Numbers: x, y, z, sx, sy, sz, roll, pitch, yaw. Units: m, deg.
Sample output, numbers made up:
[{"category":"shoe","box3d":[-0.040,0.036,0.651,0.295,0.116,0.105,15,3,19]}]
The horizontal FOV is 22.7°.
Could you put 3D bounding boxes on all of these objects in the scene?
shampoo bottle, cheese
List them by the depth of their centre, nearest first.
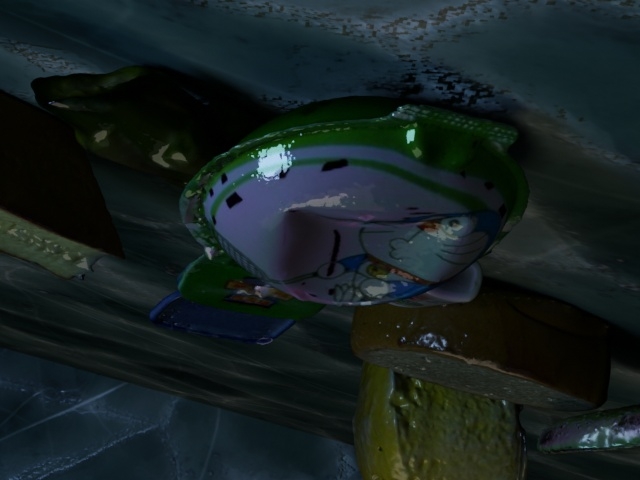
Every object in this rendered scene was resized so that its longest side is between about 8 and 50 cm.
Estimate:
[{"category":"cheese","box3d":[0.000,0.000,0.955,0.204,0.083,0.320,12,149,-26]},{"category":"shampoo bottle","box3d":[0.072,0.026,1.228,0.072,0.043,0.099,21,166,-19]}]

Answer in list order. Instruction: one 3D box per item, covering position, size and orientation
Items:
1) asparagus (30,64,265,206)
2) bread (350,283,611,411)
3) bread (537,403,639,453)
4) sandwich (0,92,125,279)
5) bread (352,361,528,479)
[{"category":"asparagus","box3d":[-0.061,-0.048,1.006,0.080,0.080,0.287,5,158,39]},{"category":"bread","box3d":[0.137,0.088,1.364,0.236,0.070,0.236,15,169,3]},{"category":"bread","box3d":[0.296,0.151,1.355,0.228,0.033,0.228,-8,174,-1]},{"category":"sandwich","box3d":[-0.253,-0.059,1.148,0.258,0.096,0.094,27,157,-38]},{"category":"bread","box3d":[0.116,0.187,1.607,0.170,0.197,0.197,3,168,-4]}]
